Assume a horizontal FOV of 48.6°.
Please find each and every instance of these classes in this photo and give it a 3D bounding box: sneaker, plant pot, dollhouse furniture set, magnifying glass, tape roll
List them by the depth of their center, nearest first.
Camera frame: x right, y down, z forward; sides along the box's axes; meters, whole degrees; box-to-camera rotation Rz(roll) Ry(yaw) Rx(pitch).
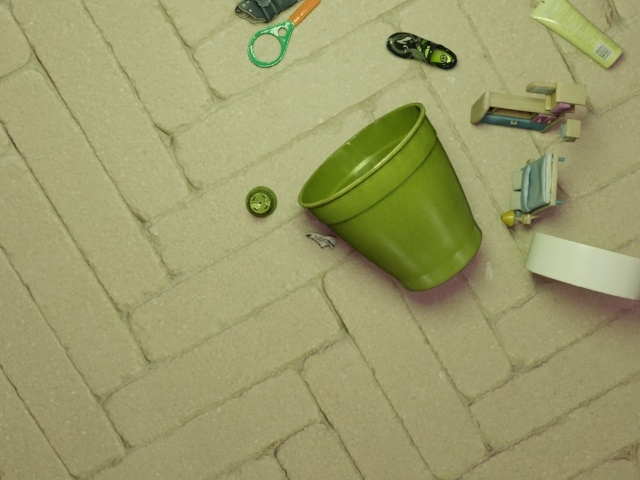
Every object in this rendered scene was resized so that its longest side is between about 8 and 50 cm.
[{"bbox_3d":[0.197,-0.077,1.708,0.366,0.366,0.353,-40,108,2],"label":"plant pot"},{"bbox_3d":[0.479,-0.199,1.711,0.198,0.286,0.303,6,84,-2],"label":"dollhouse furniture set"},{"bbox_3d":[-0.169,-0.645,1.745,0.163,0.086,0.226,-38,97,-1],"label":"sneaker"},{"bbox_3d":[0.654,0.060,1.745,0.286,0.286,0.100,13,95,-3],"label":"tape roll"},{"bbox_3d":[0.258,-0.480,1.780,0.188,0.078,0.067,17,94,-3],"label":"sneaker"},{"bbox_3d":[-0.090,-0.533,1.792,0.231,0.026,0.092,-45,95,4],"label":"magnifying glass"},{"bbox_3d":[-0.151,-0.096,1.802,0.083,0.079,0.083,0,96,-3],"label":"plant pot"},{"bbox_3d":[0.000,0.000,1.840,0.083,0.032,0.037,14,95,-3],"label":"sneaker"}]

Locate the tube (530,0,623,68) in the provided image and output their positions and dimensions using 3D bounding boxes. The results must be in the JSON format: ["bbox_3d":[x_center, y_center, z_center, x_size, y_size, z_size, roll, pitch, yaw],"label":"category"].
[{"bbox_3d":[0.656,-0.535,1.803,0.240,0.062,0.070,38,50,0],"label":"tube"}]
